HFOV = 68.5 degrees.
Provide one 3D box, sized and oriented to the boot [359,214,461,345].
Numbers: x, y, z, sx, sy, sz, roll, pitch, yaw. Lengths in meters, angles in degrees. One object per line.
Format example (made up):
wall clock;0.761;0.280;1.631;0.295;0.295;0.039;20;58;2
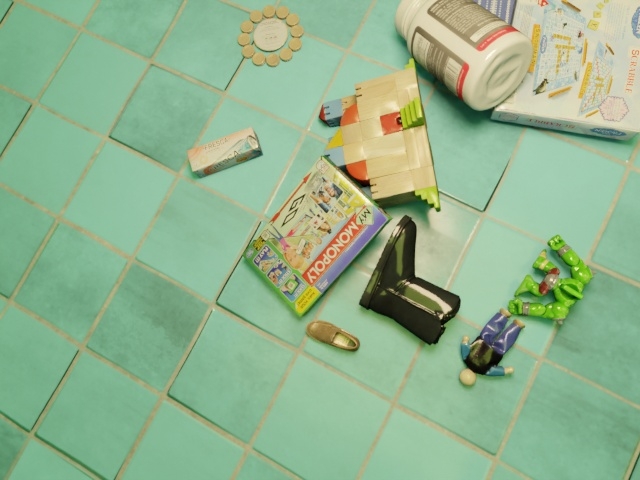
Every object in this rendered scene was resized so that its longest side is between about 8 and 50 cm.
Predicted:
boot;0.228;0.091;1.078;0.207;0.094;0.247;25;90;14

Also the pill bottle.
pill bottle;0.313;-0.459;1.088;0.176;0.176;0.319;-35;59;0

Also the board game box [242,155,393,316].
board game box;-0.016;-0.007;1.097;0.213;0.046;0.317;45;109;13

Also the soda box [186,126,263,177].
soda box;-0.246;-0.226;1.214;0.182;0.058;0.063;-20;78;4

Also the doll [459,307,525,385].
doll;0.381;0.249;1.057;0.129;0.046;0.189;40;86;13

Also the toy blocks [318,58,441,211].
toy blocks;0.126;-0.226;1.126;0.260;0.190;0.382;-11;78;17

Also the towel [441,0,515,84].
towel;0.488;-0.495;1.189;0.335;0.040;0.244;6;83;10

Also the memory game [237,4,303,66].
memory game;-0.136;-0.559;1.284;0.185;0.012;0.187;-1;80;8

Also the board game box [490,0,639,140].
board game box;0.597;-0.419;1.108;0.317;0.066;0.319;13;85;11

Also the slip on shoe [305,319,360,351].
slip on shoe;0.028;0.225;1.107;0.135;0.041;0.052;24;84;10

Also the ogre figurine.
ogre figurine;0.516;0.100;1.044;0.118;0.097;0.197;34;74;23
